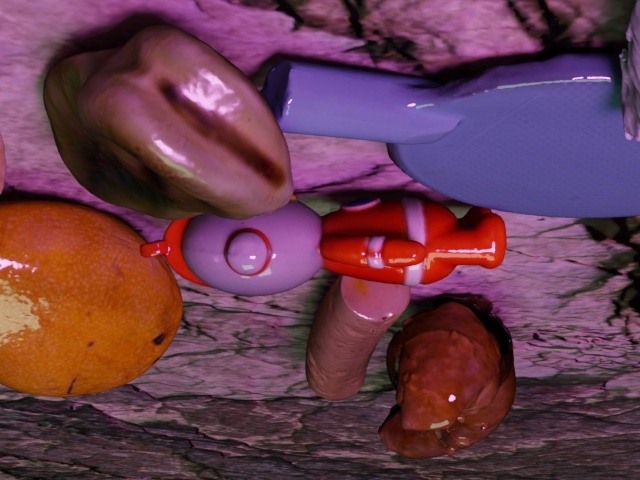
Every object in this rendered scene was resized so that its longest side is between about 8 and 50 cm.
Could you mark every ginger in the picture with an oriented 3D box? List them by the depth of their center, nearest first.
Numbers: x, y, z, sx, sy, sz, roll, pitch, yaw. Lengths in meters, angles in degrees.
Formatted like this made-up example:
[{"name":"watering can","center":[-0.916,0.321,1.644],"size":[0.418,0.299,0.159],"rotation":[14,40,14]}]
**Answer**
[{"name":"ginger","center":[0.113,0.125,1.378],"size":[0.107,0.133,0.309],"rotation":[28,170,12]}]

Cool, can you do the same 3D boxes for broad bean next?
[{"name":"broad bean","center":[-0.088,-0.057,0.896],"size":[0.153,0.072,0.207],"rotation":[37,167,-7]}]

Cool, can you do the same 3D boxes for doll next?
[{"name":"doll","center":[0.000,0.000,1.074],"size":[0.245,0.076,0.142],"rotation":[1,-174,0]}]

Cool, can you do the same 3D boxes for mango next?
[{"name":"mango","center":[-0.197,0.046,1.152],"size":[0.157,0.109,0.262],"rotation":[-36,154,20]}]

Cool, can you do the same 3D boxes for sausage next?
[{"name":"sausage","center":[0.024,0.081,1.350],"size":[0.066,0.065,0.301],"rotation":[4,159,-5]}]

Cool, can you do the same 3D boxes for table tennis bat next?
[{"name":"table tennis bat","center":[0.122,-0.063,0.944],"size":[0.329,0.044,0.215],"rotation":[8,161,-23]}]

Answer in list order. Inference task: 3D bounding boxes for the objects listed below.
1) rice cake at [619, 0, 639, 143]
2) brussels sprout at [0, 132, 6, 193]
[{"name":"rice cake","center":[0.189,-0.113,0.758],"size":[0.085,0.040,0.226],"rotation":[-18,158,1]},{"name":"brussels sprout","center":[-0.275,-0.045,0.877],"size":[0.181,0.143,0.161],"rotation":[-9,156,24]}]
